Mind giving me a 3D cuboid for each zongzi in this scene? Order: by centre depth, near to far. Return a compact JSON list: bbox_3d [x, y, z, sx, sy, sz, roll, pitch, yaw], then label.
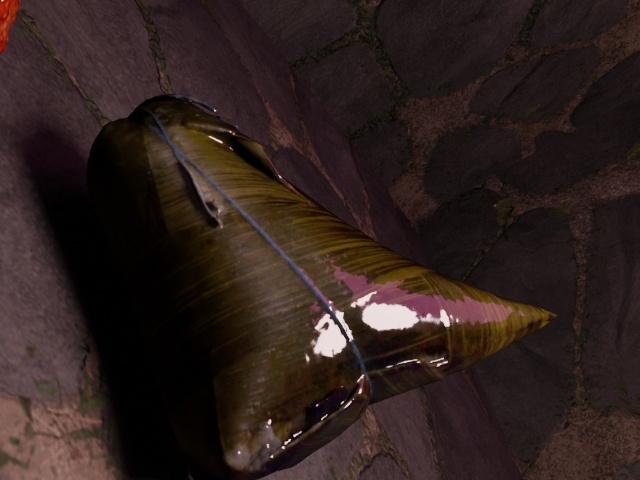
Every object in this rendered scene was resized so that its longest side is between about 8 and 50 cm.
[{"bbox_3d":[0.000,0.000,0.816,0.403,0.432,0.208,64,-21,15],"label":"zongzi"}]

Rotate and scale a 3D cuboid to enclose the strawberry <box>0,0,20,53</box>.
[{"bbox_3d":[-0.333,-0.195,0.484,0.238,0.250,0.288,-81,165,-77],"label":"strawberry"}]
